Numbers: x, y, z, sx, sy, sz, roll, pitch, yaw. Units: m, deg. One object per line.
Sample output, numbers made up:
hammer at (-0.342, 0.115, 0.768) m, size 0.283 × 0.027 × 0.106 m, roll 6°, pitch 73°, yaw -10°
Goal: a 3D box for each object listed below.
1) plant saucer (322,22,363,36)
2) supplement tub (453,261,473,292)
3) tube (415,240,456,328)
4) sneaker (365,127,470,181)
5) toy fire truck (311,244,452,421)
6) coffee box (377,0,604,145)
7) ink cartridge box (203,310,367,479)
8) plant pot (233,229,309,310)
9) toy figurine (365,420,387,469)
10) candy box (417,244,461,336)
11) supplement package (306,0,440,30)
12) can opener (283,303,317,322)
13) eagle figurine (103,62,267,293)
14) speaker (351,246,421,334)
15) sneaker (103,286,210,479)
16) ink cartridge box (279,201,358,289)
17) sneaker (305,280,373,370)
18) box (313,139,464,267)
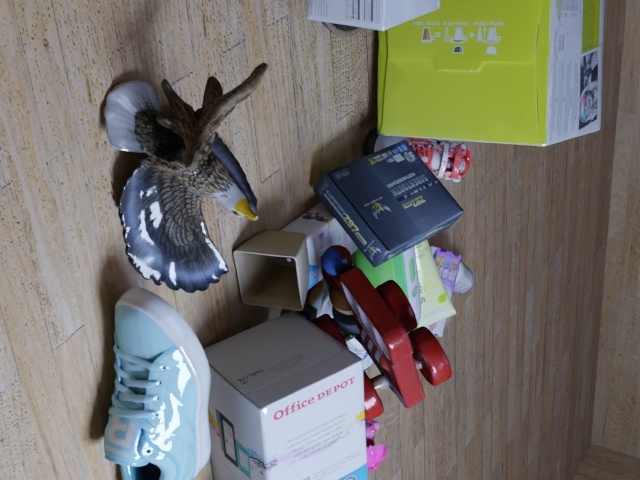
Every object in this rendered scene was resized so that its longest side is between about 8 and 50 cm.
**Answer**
plant saucer at (0.044, -0.485, 1.808) m, size 0.278 × 0.041 × 0.277 m, roll -33°, pitch 129°, yaw -52°
supplement tub at (0.315, 0.080, 2.528) m, size 0.107 × 0.071 × 0.071 m, roll 37°, pitch 70°, yaw -60°
tube at (0.217, 0.068, 2.278) m, size 0.062 × 0.070 × 0.240 m, roll -45°, pitch 123°, yaw -54°
sneaker at (0.204, -0.171, 2.131) m, size 0.270 × 0.145 × 0.090 m, roll -2°, pitch 104°, yaw -61°
toy fire truck at (0.082, 0.132, 1.783) m, size 0.169 × 0.302 × 0.253 m, roll -26°, pitch 137°, yaw -8°
coffee box at (0.326, -0.369, 2.026) m, size 0.334 × 0.338 × 0.338 m, roll -20°, pitch 113°, yaw -57°
ink cartridge box at (-0.059, 0.295, 1.750) m, size 0.198 × 0.197 × 0.270 m, roll -21°, pitch 124°, yaw -30°
plant pot at (-0.070, 0.041, 1.779) m, size 0.096 × 0.109 × 0.109 m, roll -60°, pitch 150°, yaw -51°
toy figurine at (0.059, 0.383, 2.104) m, size 0.130 × 0.159 × 0.173 m, roll 30°, pitch 76°, yaw -61°
candy box at (0.237, 0.111, 2.401) m, size 0.165 × 0.070 × 0.196 m, roll 17°, pitch 87°, yaw -62°
supplement package at (0.089, -0.486, 1.692) m, size 0.204 × 0.145 × 0.261 m, roll -33°, pitch 131°, yaw -52°
can opener at (-0.020, 0.258, 1.970) m, size 0.076 × 0.095 × 0.283 m, roll -32°, pitch 130°, yaw -54°
eagle figurine at (-0.173, -0.084, 1.488) m, size 0.226 × 0.225 × 0.298 m, roll -13°, pitch 159°, yaw -17°
speaker at (0.128, 0.058, 2.114) m, size 0.131 × 0.131 × 0.296 m, roll -50°, pitch 143°, yaw -40°
sneaker at (-0.242, 0.242, 1.515) m, size 0.150 × 0.135 × 0.365 m, roll -49°, pitch 141°, yaw -45°
ink cartridge box at (0.000, 0.000, 1.923) m, size 0.181 × 0.062 × 0.104 m, roll -36°, pitch 134°, yaw -49°
sneaker at (0.070, 0.189, 2.067) m, size 0.111 × 0.131 × 0.296 m, roll -66°, pitch 152°, yaw -22°
box at (0.127, -0.071, 1.938) m, size 0.233 × 0.183 × 0.059 m, roll -25°, pitch 163°, yaw -42°
